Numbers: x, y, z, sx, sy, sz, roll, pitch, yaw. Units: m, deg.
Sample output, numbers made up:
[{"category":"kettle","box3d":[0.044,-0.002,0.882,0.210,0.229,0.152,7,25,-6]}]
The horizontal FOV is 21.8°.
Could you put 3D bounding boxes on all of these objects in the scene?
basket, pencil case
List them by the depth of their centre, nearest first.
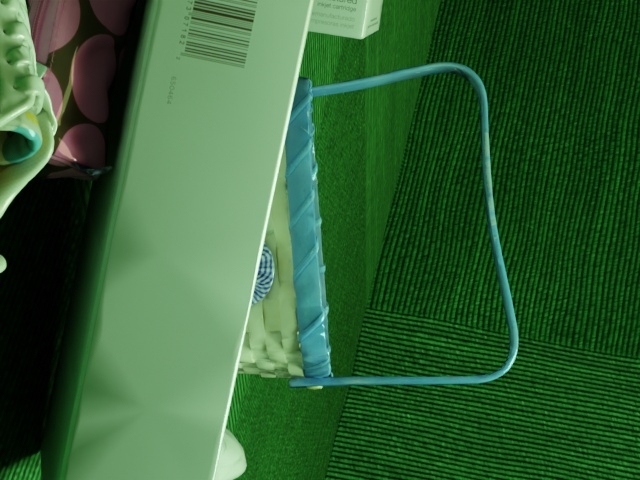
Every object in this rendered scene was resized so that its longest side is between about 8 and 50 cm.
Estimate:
[{"category":"pencil case","box3d":[-0.146,-0.138,0.958,0.098,0.095,0.209,33,65,-68]},{"category":"basket","box3d":[0.000,0.000,1.304,0.201,0.289,0.254,104,-21,-78]}]

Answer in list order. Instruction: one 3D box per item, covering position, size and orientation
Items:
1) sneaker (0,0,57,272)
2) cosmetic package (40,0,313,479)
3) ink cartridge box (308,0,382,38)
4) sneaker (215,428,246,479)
[{"category":"sneaker","box3d":[-0.172,-0.080,0.823,0.087,0.092,0.228,79,21,-64]},{"category":"cosmetic package","box3d":[-0.102,0.000,1.068,0.284,0.097,0.377,-143,-115,-75]},{"category":"ink cartridge box","box3d":[-0.011,-0.294,1.489,0.086,0.148,0.203,-47,145,-72]},{"category":"sneaker","box3d":[-0.110,0.150,1.338,0.212,0.080,0.094,-2,88,-80]}]
